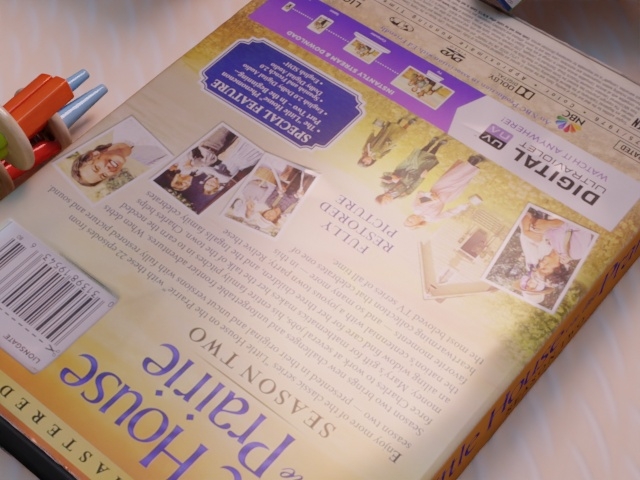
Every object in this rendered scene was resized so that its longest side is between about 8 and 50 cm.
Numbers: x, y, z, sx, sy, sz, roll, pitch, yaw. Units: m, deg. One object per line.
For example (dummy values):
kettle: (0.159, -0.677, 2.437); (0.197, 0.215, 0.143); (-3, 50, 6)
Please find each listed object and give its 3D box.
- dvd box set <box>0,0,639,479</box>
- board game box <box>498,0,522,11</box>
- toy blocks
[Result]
dvd box set: (0.000, 0.000, 0.720); (0.307, 0.062, 0.420); (33, 60, 22)
board game box: (0.144, -0.256, 0.842); (0.136, 0.035, 0.201); (-40, 33, 17)
toy blocks: (-0.185, -0.067, 0.740); (0.054, 0.123, 0.148); (49, 64, -5)
